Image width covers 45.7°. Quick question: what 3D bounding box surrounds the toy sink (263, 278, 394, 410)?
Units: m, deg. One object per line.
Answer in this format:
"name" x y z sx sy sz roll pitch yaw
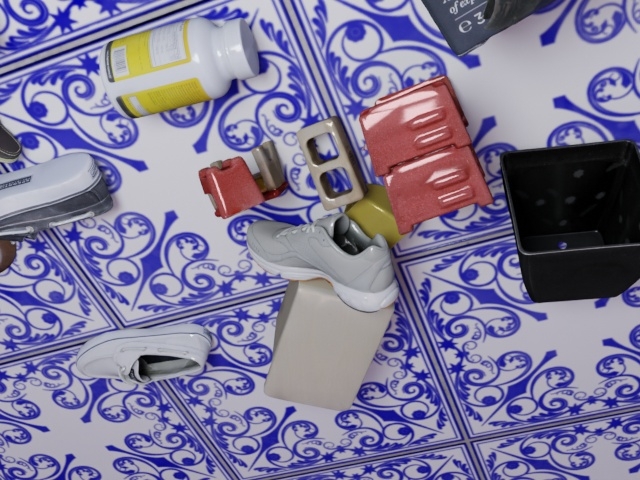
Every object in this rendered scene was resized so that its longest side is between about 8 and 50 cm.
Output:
"toy sink" 0.009 0.142 1.237 0.153 0.131 0.234 13 124 -8

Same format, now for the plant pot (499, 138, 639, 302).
"plant pot" 0.357 -0.013 1.076 0.188 0.188 0.167 -5 142 6

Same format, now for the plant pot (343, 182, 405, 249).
"plant pot" 0.081 -0.036 1.126 0.083 0.081 0.081 38 122 -11

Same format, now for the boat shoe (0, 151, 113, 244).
"boat shoe" -0.457 -0.042 1.129 0.301 0.108 0.102 -16 128 4

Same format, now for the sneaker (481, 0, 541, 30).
"sneaker" 0.189 -0.273 0.671 0.089 0.051 0.170 -6 132 2

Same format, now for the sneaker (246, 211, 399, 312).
"sneaker" 0.000 0.000 1.099 0.263 0.099 0.121 20 132 29

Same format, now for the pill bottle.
"pill bottle" -0.176 -0.223 0.965 0.184 0.103 0.103 -11 128 11

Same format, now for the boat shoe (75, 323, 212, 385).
"boat shoe" -0.319 0.209 1.334 0.258 0.084 0.095 -15 127 14

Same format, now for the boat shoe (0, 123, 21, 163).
"boat shoe" -0.479 -0.167 1.054 0.152 0.056 0.049 39 126 -25

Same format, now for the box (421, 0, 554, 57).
"box" 0.156 -0.436 0.710 0.294 0.212 0.395 -27 122 23

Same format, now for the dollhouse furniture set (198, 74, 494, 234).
"dollhouse furniture set" 0.018 -0.077 0.986 0.374 0.201 0.152 -19 101 16

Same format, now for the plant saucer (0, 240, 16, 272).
"plant saucer" -0.577 0.004 1.216 0.169 0.029 0.168 1 130 1
